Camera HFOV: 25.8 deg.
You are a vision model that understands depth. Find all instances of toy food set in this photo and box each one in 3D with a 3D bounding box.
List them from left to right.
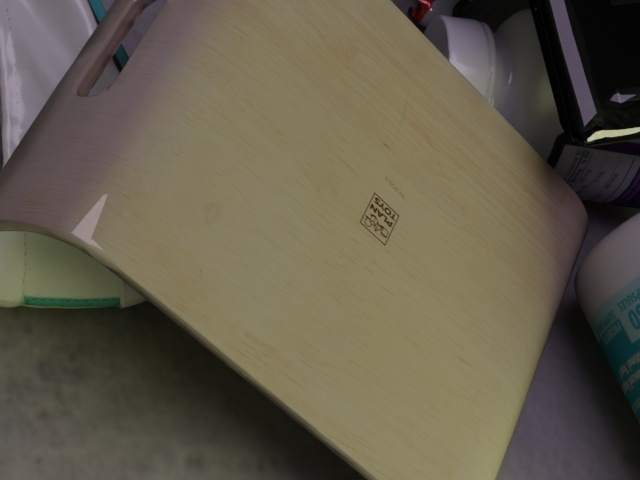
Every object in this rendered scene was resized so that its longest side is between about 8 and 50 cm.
[{"bbox_3d":[0.000,0.000,0.708,0.306,0.092,0.219,42,56,-23],"label":"toy food set"}]

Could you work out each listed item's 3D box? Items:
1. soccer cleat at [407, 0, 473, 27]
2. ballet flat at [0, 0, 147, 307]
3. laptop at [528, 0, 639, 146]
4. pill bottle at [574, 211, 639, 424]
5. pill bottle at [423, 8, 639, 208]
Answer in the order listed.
[{"bbox_3d":[0.086,-0.167,0.904,0.036,0.029,0.083,31,62,-9],"label":"soccer cleat"},{"bbox_3d":[-0.185,-0.142,0.758,0.139,0.139,0.400,-14,71,-22],"label":"ballet flat"},{"bbox_3d":[0.222,-0.242,0.911,0.382,0.236,0.408,-9,79,-22],"label":"laptop"},{"bbox_3d":[0.252,0.101,0.741,0.146,0.146,0.264,-15,68,-23],"label":"pill bottle"},{"bbox_3d":[0.154,-0.078,0.829,0.193,0.108,0.108,8,61,-13],"label":"pill bottle"}]
